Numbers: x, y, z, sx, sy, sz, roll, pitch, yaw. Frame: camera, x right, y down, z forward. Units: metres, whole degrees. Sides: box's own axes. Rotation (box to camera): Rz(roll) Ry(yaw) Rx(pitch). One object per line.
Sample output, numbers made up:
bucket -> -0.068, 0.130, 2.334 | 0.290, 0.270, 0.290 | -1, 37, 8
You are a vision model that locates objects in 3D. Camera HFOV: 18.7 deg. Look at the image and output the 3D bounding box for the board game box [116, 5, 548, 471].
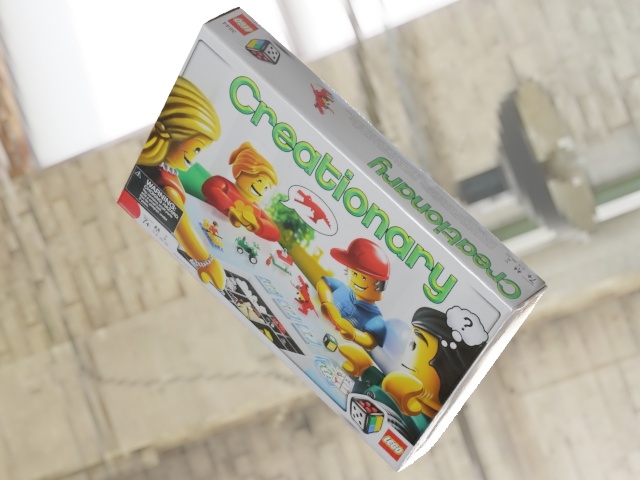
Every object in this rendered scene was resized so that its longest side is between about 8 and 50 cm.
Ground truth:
board game box -> 0.000, 0.000, 1.412 | 0.305, 0.193, 0.053 | 43, -138, 14
